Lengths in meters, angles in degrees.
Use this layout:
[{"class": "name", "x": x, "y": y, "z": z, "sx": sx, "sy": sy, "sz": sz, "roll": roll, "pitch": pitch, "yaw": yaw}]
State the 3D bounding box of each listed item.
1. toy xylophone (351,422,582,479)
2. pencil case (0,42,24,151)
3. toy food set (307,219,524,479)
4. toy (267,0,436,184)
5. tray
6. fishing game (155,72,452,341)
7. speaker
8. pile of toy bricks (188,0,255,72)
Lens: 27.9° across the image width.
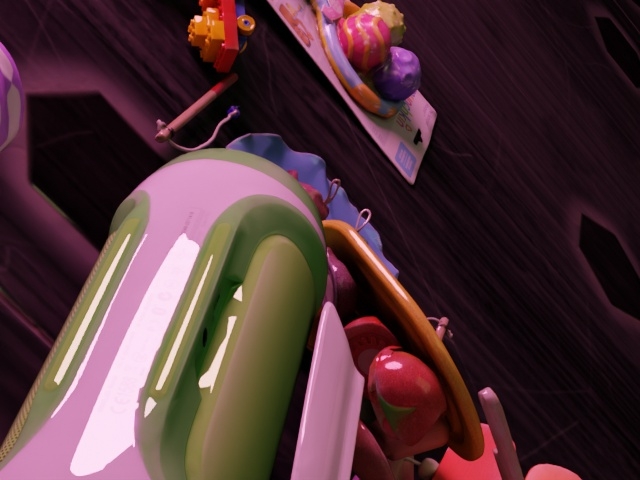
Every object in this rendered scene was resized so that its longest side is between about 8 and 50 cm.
[{"class": "toy xylophone", "x": 0.166, "y": 0.204, "z": 0.777, "sx": 0.323, "sy": 0.081, "sz": 0.236, "roll": 17, "pitch": 27, "yaw": 7}, {"class": "pencil case", "x": -0.214, "y": -0.047, "z": 0.567, "sx": 0.206, "sy": 0.086, "sz": 0.088, "roll": -50, "pitch": 124, "yaw": -60}, {"class": "toy food set", "x": 0.029, "y": 0.080, "z": 0.739, "sx": 0.218, "sy": 0.071, "sz": 0.128, "roll": 51, "pitch": -15, "yaw": 44}, {"class": "toy", "x": 0.034, "y": -0.177, "z": 1.087, "sx": 0.237, "sy": 0.056, "sz": 0.137, "roll": 47, "pitch": 33, "yaw": -16}, {"class": "tray", "x": -0.010, "y": 0.170, "z": 0.617, "sx": 0.030, "sy": 0.145, "sz": 0.270, "roll": 9, "pitch": 41, "yaw": 2}, {"class": "fishing game", "x": 0.000, "y": 0.000, "z": 0.887, "sx": 0.264, "sy": 0.041, "sz": 0.189, "roll": 51, "pitch": 29, "yaw": -7}, {"class": "speaker", "x": -0.075, "y": 0.078, "z": 0.616, "sx": 0.131, "sy": 0.131, "sz": 0.296, "roll": 45, "pitch": 32, "yaw": -20}, {"class": "pile of toy bricks", "x": -0.100, "y": -0.235, "z": 0.919, "sx": 0.105, "sy": 0.118, "sz": 0.212, "roll": 1, "pitch": 65, "yaw": -18}]
